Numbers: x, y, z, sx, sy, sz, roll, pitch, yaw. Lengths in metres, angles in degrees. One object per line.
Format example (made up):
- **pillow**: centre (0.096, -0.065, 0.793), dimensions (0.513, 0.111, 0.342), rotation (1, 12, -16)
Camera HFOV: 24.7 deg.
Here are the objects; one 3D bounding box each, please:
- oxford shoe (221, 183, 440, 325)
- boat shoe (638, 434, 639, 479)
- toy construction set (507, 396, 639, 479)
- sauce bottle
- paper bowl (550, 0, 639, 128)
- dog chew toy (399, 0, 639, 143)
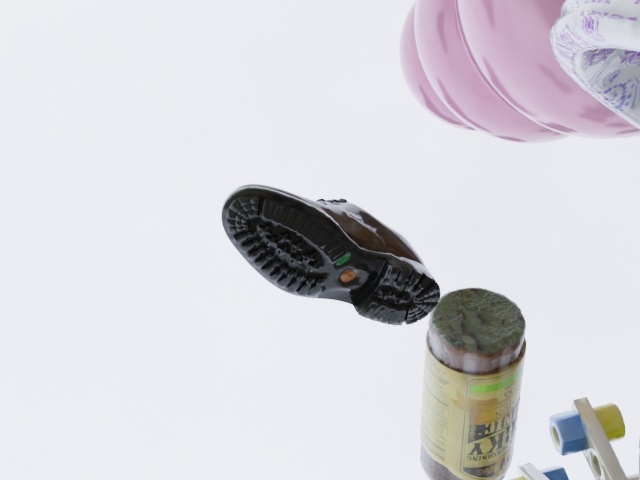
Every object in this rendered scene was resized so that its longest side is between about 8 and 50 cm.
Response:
- **oxford shoe**: centre (0.000, 0.000, 1.305), dimensions (0.227, 0.083, 0.096), rotation (28, -153, -34)
- **boat shoe**: centre (0.177, 0.052, 0.658), dimensions (0.076, 0.080, 0.228), rotation (-17, -64, -55)
- **toy construction set**: centre (0.211, 0.271, 0.996), dimensions (0.327, 0.151, 0.215), rotation (-85, -14, -68)
- **sauce bottle**: centre (0.168, 0.211, 1.658), dimensions (0.111, 0.344, 0.111), rotation (-1, -139, 1)
- **paper bowl**: centre (0.268, -0.099, 0.718), dimensions (0.284, 0.284, 0.148), rotation (26, -90, -24)
- **dog chew toy**: centre (0.164, -0.162, 1.082), dimensions (0.207, 0.332, 0.206), rotation (3, -98, -21)
